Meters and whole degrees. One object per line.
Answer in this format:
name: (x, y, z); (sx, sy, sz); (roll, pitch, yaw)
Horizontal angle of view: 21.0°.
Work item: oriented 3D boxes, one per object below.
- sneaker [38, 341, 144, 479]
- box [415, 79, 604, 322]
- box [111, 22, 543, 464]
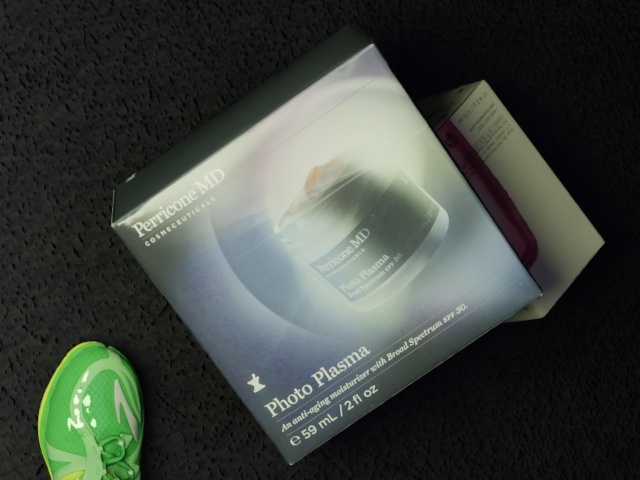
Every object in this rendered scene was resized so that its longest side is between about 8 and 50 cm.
sneaker: (-0.201, 0.241, 1.592); (0.109, 0.123, 0.295); (10, 77, -30)
box: (0.164, -0.035, 1.847); (0.127, 0.148, 0.232); (-47, 107, -28)
box: (0.000, 0.000, 1.650); (0.296, 0.183, 0.294); (-35, 103, 3)
